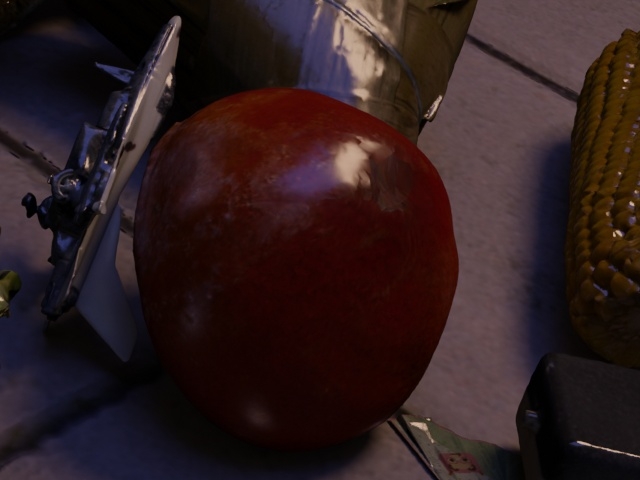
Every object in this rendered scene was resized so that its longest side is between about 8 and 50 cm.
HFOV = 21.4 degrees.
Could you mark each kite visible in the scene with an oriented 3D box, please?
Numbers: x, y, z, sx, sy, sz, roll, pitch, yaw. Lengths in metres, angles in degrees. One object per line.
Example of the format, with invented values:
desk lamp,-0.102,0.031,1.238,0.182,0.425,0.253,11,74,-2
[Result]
kite,0.154,0.143,1.075,0.229,0.012,0.250,20,32,5

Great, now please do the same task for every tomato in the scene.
tomato,0.000,0.000,1.021,0.200,0.139,0.233,20,56,-31

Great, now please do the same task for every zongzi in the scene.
zongzi,-0.070,-0.108,1.226,0.323,0.160,0.360,19,53,-2

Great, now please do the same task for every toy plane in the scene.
toy plane,-0.141,-0.043,1.062,0.082,0.160,0.234,11,71,-13

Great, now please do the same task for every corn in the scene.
corn,0.254,-0.041,1.278,0.144,0.144,0.387,17,38,1

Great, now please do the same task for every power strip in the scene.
power strip,0.241,0.143,1.044,0.256,0.070,0.105,15,29,-10

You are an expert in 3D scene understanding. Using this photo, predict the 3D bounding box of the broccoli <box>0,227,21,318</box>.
broccoli,-0.301,0.019,0.839,0.324,0.334,0.272,42,2,6

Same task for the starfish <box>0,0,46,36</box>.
starfish,-0.160,-0.261,1.442,0.357,0.078,0.347,-3,40,-16
